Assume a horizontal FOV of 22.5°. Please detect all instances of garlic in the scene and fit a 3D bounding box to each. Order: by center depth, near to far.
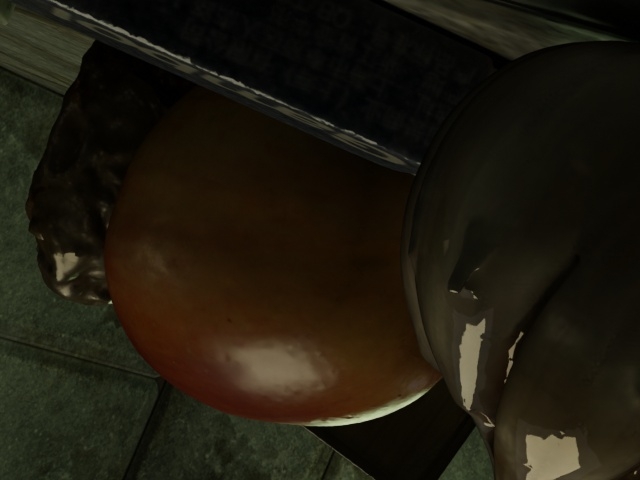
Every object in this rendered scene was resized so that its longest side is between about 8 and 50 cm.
[{"bbox_3d":[0.064,0.034,0.429,0.127,0.194,0.131,33,-172,16],"label":"garlic"}]

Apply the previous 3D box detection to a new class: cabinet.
[{"bbox_3d":[0.043,0.050,1.069,0.215,0.175,0.148,36,-179,3],"label":"cabinet"}]

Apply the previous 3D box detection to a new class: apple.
[{"bbox_3d":[0.000,0.000,0.733,0.199,0.199,0.199,23,180,0],"label":"apple"}]

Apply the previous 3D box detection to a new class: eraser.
[{"bbox_3d":[-0.026,-0.074,0.572,0.212,0.046,0.092,23,180,-12],"label":"eraser"}]

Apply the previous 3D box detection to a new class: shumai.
[{"bbox_3d":[-0.059,-0.031,0.923,0.175,0.166,0.206,16,-164,18],"label":"shumai"}]

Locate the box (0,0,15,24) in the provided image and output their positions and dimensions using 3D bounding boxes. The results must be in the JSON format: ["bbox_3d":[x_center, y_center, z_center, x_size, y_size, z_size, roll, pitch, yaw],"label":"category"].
[{"bbox_3d":[-0.240,-0.169,0.912,0.139,0.035,0.245,24,179,-8],"label":"box"}]
